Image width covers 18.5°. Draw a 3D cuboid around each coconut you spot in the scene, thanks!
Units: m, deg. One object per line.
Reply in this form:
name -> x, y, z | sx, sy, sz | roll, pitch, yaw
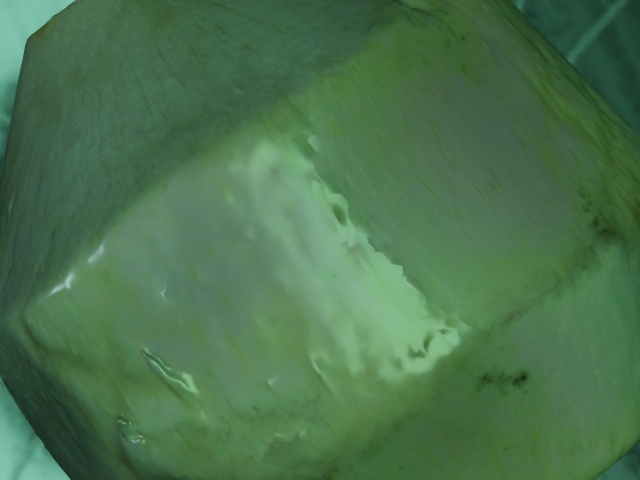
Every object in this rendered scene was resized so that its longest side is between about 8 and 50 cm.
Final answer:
coconut -> 0.000, 0.000, 0.645 | 0.197, 0.237, 0.237 | -39, 99, 24
